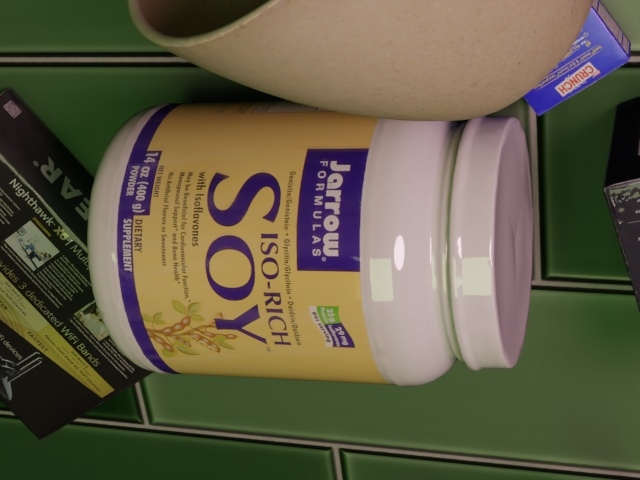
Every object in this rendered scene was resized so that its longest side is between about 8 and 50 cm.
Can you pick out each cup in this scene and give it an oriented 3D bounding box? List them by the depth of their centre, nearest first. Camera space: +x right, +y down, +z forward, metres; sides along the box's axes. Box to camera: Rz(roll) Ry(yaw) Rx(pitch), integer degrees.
[{"bbox_3d":[0.059,-0.215,0.847,0.331,0.331,0.237,-32,131,32],"label":"cup"}]

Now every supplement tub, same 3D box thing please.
[{"bbox_3d":[0.000,0.000,1.017,0.331,0.241,0.241,0,121,19],"label":"supplement tub"}]

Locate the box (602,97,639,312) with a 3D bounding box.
[{"bbox_3d":[0.309,0.000,0.965,0.108,0.153,0.207,-12,117,24],"label":"box"}]

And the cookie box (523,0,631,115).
[{"bbox_3d":[0.182,-0.169,0.970,0.092,0.040,0.107,-31,107,31],"label":"cookie box"}]

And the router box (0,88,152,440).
[{"bbox_3d":[-0.304,0.035,1.239,0.243,0.081,0.309,-31,107,32],"label":"router box"}]
